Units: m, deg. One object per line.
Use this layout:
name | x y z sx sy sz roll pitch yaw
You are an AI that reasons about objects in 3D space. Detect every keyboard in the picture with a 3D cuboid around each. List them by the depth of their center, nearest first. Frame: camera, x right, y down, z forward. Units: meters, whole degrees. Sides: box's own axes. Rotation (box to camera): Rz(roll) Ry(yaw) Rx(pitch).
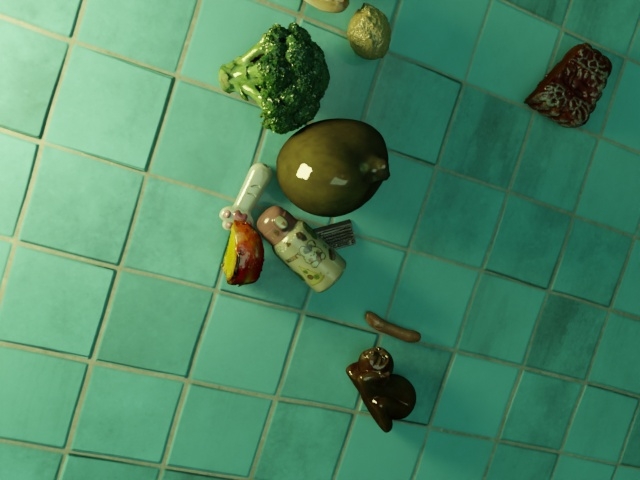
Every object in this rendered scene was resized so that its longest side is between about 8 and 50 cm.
keyboard | 0.001 0.000 1.811 0.197 0.015 0.074 -15 103 -15

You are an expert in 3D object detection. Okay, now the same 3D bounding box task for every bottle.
bottle | -0.057 0.016 1.727 0.253 0.120 0.120 43 85 -16

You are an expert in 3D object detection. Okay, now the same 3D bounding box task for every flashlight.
flashlight | -0.186 -0.109 1.718 0.093 0.047 0.200 29 90 -21

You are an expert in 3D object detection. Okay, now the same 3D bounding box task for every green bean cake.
green bean cake | 0.721 -0.455 1.917 0.199 0.097 0.232 29 90 -19

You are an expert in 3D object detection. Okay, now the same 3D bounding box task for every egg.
egg | 0.126 -0.533 1.708 0.116 0.118 0.140 -19 92 -8

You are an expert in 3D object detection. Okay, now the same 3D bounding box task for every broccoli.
broccoli | -0.111 -0.390 1.613 0.270 0.270 0.269 3 99 12

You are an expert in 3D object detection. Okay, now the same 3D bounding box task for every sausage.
sausage | 0.207 0.253 1.905 0.186 0.043 0.043 24 91 -19

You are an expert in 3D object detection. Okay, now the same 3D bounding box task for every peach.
peach | -0.191 0.036 1.699 0.093 0.127 0.172 7 95 -23

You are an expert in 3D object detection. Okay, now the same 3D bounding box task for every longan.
longan | 0.039 -0.179 1.661 0.300 0.300 0.243 -27 129 -11

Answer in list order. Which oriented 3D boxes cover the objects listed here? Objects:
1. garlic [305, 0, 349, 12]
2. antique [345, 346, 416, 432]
garlic | -0.016 -0.692 1.645 0.228 0.110 0.217 22 82 -20
antique | 0.179 0.409 1.882 0.143 0.121 0.256 -35 108 -12
